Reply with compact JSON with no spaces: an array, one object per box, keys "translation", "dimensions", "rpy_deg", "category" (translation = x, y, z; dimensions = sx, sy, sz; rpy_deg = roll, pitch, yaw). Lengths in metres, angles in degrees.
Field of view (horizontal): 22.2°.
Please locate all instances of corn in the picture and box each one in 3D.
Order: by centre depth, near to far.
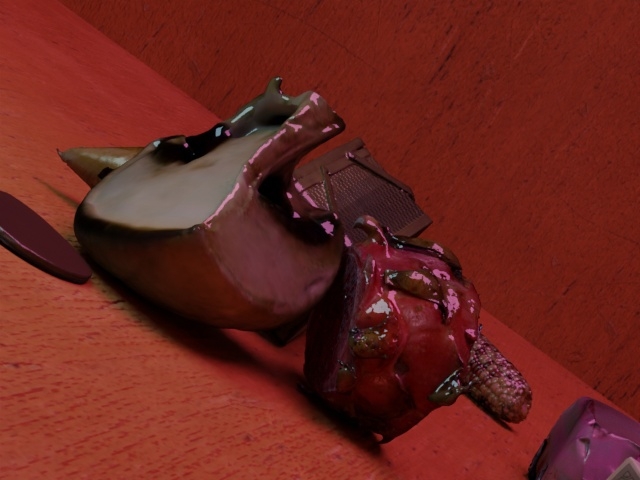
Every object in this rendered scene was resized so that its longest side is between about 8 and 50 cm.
[{"translation":[0.232,0.185,2.452],"dimensions":[0.086,0.086,0.253],"rpy_deg":[29,10,-46],"category":"corn"}]

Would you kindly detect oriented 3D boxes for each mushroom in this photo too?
[{"translation":[-0.109,-0.017,1.657],"dimensions":[0.217,0.292,0.212],"rpy_deg":[-10,-52,35],"category":"mushroom"}]

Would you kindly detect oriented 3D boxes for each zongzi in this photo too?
[{"translation":[-0.174,-0.077,1.845],"dimensions":[0.197,0.099,0.194],"rpy_deg":[36,37,16],"category":"zongzi"}]

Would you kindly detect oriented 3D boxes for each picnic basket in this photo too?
[{"translation":[0.000,0.000,1.905],"dimensions":[0.139,0.165,0.267],"rpy_deg":[48,27,5],"category":"picnic basket"}]

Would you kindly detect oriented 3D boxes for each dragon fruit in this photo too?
[{"translation":[0.062,0.090,1.670],"dimensions":[0.147,0.211,0.282],"rpy_deg":[30,4,-14],"category":"dragon fruit"}]

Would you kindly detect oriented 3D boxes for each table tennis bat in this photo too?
[{"translation":[-0.306,-0.036,1.520],"dimensions":[0.246,0.022,0.138],"rpy_deg":[41,7,29],"category":"table tennis bat"}]

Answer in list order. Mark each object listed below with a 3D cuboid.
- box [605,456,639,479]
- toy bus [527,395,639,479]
[{"translation":[0.418,0.351,1.725],"dimensions":[0.256,0.069,0.164],"rpy_deg":[33,15,-28],"category":"box"},{"translation":[0.334,0.281,2.000],"dimensions":[0.127,0.147,0.303],"rpy_deg":[30,4,7],"category":"toy bus"}]
